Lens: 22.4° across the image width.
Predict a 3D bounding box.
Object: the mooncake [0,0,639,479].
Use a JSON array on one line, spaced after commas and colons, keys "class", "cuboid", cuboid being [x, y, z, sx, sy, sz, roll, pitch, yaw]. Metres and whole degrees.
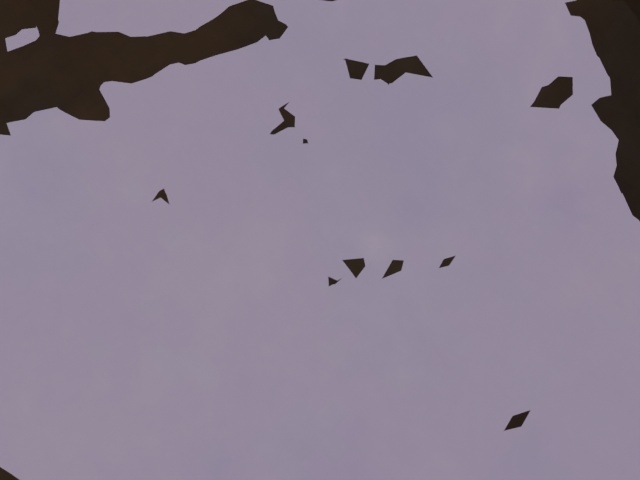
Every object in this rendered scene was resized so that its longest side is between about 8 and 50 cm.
[{"class": "mooncake", "cuboid": [0.000, 0.000, 0.399, 0.228, 0.124, 0.228, 1, 83, -6]}]
